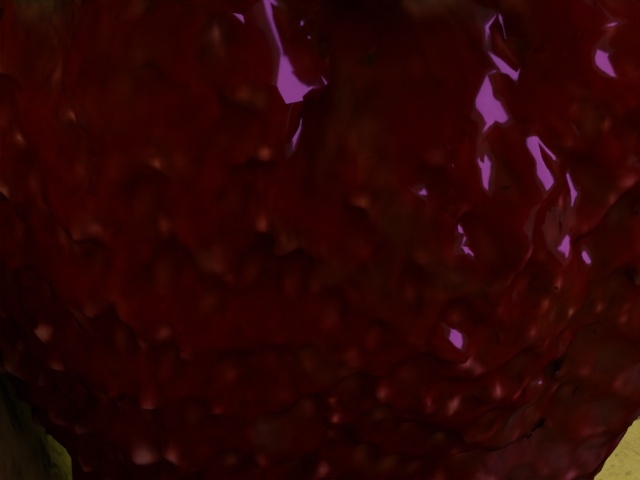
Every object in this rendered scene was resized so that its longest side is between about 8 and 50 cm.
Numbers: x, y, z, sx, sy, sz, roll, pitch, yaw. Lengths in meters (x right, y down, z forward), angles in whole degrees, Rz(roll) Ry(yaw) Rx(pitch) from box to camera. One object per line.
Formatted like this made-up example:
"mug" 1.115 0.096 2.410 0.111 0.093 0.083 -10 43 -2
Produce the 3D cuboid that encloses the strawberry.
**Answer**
"strawberry" 0.000 0.000 0.655 0.267 0.312 0.351 -55 150 -61
